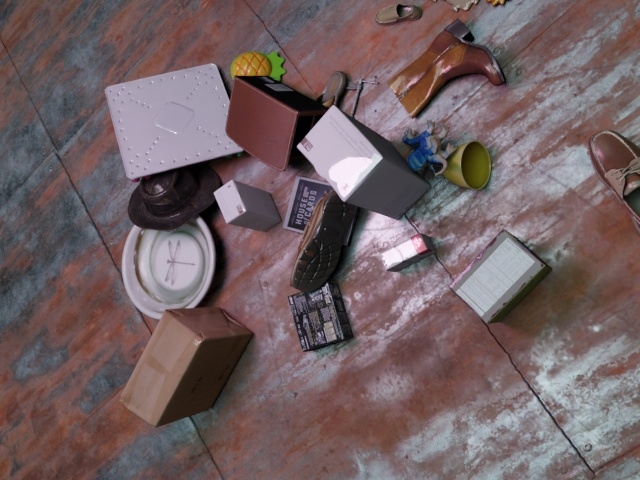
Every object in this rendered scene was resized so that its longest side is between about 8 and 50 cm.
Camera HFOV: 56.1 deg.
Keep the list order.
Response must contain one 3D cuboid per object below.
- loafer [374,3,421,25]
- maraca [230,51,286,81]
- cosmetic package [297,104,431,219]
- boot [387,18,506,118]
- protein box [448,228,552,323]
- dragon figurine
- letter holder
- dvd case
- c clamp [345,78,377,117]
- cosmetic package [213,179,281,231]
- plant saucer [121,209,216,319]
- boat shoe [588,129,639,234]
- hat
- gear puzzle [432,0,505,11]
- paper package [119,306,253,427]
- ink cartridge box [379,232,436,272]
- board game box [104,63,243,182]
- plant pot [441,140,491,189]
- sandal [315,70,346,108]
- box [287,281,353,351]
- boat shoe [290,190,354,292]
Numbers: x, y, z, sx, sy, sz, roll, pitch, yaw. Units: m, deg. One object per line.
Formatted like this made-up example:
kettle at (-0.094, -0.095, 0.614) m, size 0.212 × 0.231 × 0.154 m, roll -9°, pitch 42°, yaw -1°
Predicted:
loafer at (0.232, -0.698, 1.837) m, size 0.148 × 0.050 × 0.056 m, roll -2°, pitch 83°, yaw 26°
maraca at (-0.210, -0.577, 2.019) m, size 0.185 × 0.099 × 0.127 m, roll -7°, pitch 85°, yaw -1°
cosmetic package at (0.130, -0.200, 1.646) m, size 0.156 × 0.385 × 0.217 m, roll -46°, pitch 68°, yaw 15°
boot at (0.357, -0.460, 1.726) m, size 0.280 × 0.096 × 0.264 m, roll -42°, pitch 69°, yaw 17°
protein box at (0.467, 0.096, 1.550) m, size 0.201 × 0.200 × 0.136 m, roll -49°, pitch 67°, yaw 13°
dragon figurine at (0.299, -0.233, 1.661) m, size 0.144 × 0.085 × 0.289 m, roll 120°, pitch 154°, yaw -42°
letter holder at (-0.144, -0.369, 1.907) m, size 0.302 × 0.152 × 0.214 m, roll 35°, pitch 123°, yaw 32°
dvd case at (0.007, -0.096, 1.894) m, size 0.238 × 0.029 × 0.179 m, roll 15°, pitch 91°, yaw 26°
c clamp at (0.092, -0.439, 1.893) m, size 0.137 × 0.022 × 0.161 m, roll 22°, pitch 95°, yaw 27°
cosmetic package at (-0.226, -0.105, 1.895) m, size 0.085 × 0.231 × 0.117 m, roll -32°, pitch 71°, yaw 20°
plant saucer at (-0.508, 0.075, 2.088) m, size 0.400 × 0.100 × 0.400 m, roll -3°, pitch 83°, yaw 26°
boat shoe at (0.773, -0.144, 1.473) m, size 0.123 × 0.116 × 0.324 m, roll -35°, pitch 71°, yaw 19°
hat at (-0.514, -0.189, 2.022) m, size 0.331 × 0.134 × 0.331 m, roll -7°, pitch 49°, yaw 8°
gear puzzle at (0.410, -0.771, 1.761) m, size 0.339 × 0.044 × 0.175 m, roll 37°, pitch 101°, yaw 25°
paper package at (-0.414, 0.387, 1.890) m, size 0.168 × 0.309 × 0.325 m, roll 32°, pitch 99°, yaw 23°
ink cartridge box at (0.250, 0.036, 1.720) m, size 0.135 × 0.099 × 0.056 m, roll -29°, pitch 73°, yaw 20°
board game box at (-0.490, -0.400, 2.023) m, size 0.390 × 0.050 × 0.390 m, roll -16°, pitch 65°, yaw -12°
plant pot at (0.395, -0.206, 1.672) m, size 0.095 × 0.134 × 0.134 m, roll 3°, pitch 85°, yaw 52°
sandal at (0.020, -0.433, 1.893) m, size 0.090 × 0.060 × 0.219 m, roll 25°, pitch 97°, yaw 40°
box at (-0.001, 0.233, 1.833) m, size 0.147 × 0.077 × 0.180 m, roll -23°, pitch 75°, yaw 22°
boat shoe at (0.000, 0.000, 1.812) m, size 0.324 × 0.122 × 0.120 m, roll -64°, pitch 23°, yaw 0°
